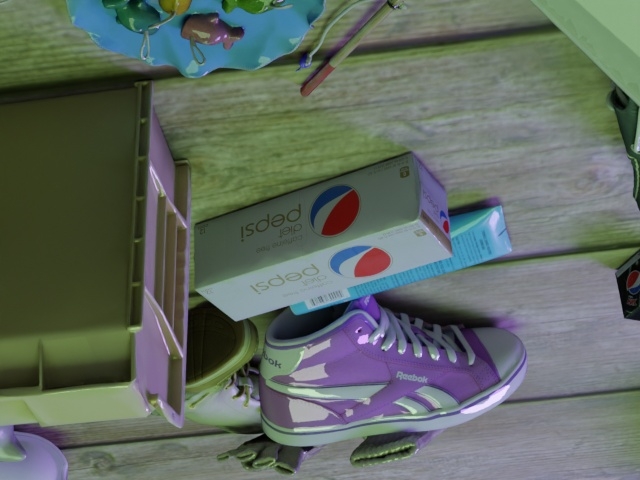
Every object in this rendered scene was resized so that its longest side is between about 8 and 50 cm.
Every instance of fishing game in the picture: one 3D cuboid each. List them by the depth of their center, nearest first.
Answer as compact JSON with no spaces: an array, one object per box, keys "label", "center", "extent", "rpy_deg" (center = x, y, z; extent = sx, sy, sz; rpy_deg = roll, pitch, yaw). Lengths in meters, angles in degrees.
[{"label":"fishing game","center":[-0.082,-0.161,0.894],"extent":[0.264,0.041,0.189],"rpy_deg":[15,147,-28]}]

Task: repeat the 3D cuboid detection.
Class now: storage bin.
[{"label":"storage bin","center":[-0.238,0.027,0.981],"extent":[0.262,0.260,0.123],"rpy_deg":[-6,145,5]}]

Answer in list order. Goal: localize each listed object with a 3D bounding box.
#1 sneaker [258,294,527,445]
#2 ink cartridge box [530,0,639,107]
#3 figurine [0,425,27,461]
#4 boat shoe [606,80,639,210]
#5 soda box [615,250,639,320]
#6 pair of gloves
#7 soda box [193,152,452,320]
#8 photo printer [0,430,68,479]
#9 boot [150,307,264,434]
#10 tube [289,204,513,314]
[{"label":"sneaker","center":[0.078,0.101,1.289],"extent":[0.282,0.102,0.161],"rpy_deg":[-12,125,-18]},{"label":"ink cartridge box","center":[0.135,-0.157,0.562],"extent":[0.308,0.385,0.091],"rpy_deg":[37,116,-27]},{"label":"figurine","center":[-0.387,0.136,1.204],"extent":[0.209,0.092,0.215],"rpy_deg":[19,173,47]},{"label":"boat shoe","center":[0.269,-0.113,0.985],"extent":[0.099,0.116,0.319],"rpy_deg":[36,163,18]},{"label":"soda box","center":[0.371,0.052,1.275],"extent":[0.168,0.053,0.060],"rpy_deg":[9,146,-21]},{"label":"pair of gloves","center":[0.032,0.201,1.417],"extent":[0.240,0.042,0.204],"rpy_deg":[-12,-177,28]},{"label":"soda box","center":[0.000,0.000,1.139],"extent":[0.216,0.069,0.074],"rpy_deg":[-18,146,22]},{"label":"photo printer","center":[-0.456,0.294,1.542],"extent":[0.307,0.107,0.256],"rpy_deg":[12,146,-25]},{"label":"boot","center":[-0.089,0.139,1.355],"extent":[0.165,0.077,0.213],"rpy_deg":[20,145,-34]},{"label":"tube","center":[0.068,0.017,1.199],"extent":[0.207,0.052,0.080],"rpy_deg":[-15,152,9]}]
